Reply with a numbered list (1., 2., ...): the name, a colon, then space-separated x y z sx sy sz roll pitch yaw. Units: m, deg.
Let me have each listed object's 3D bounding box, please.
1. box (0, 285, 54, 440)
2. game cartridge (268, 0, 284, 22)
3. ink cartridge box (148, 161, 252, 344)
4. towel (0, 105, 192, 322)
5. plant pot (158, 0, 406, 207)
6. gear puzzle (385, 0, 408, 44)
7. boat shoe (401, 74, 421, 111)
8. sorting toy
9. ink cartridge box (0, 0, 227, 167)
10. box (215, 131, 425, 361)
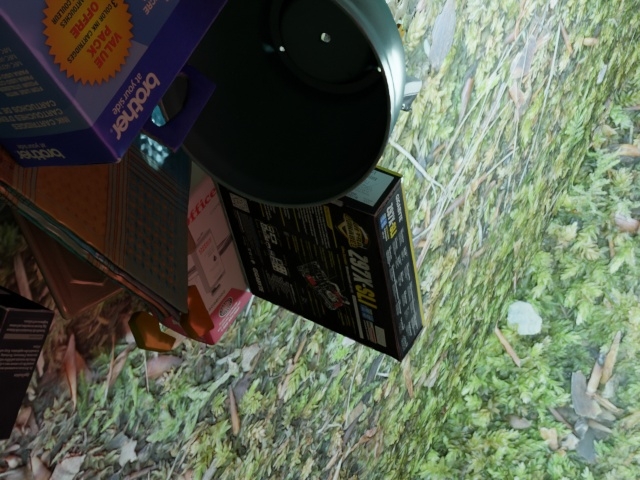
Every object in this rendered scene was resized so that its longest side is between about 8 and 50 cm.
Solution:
1. box: -0.400 0.120 1.470 0.093 0.156 0.158 12 100 -65
2. game cartridge: 0.028 -0.443 1.703 0.323 0.053 0.285 -48 -168 37
3. ink cartridge box: -0.167 -0.023 1.853 0.207 0.117 0.283 -53 151 -26
4. towel: -0.259 -0.100 1.480 0.370 0.040 0.271 43 37 -48
5. plant pot: -0.022 -0.211 1.566 0.196 0.293 0.293 -51 152 -52
6. gear puzzle: 0.087 -0.382 2.156 0.175 0.044 0.339 -63 157 -13
7. boat shoe: 0.104 -0.238 2.267 0.228 0.080 0.076 -26 131 -65
8. sorting toy: -0.252 0.002 1.608 0.229 0.041 0.307 -31 101 -43
9. ink cartridge box: -0.251 -0.254 1.283 0.395 0.151 0.270 55 50 -38
10. box: 0.000 0.000 1.759 0.079 0.257 0.322 -54 151 -28
